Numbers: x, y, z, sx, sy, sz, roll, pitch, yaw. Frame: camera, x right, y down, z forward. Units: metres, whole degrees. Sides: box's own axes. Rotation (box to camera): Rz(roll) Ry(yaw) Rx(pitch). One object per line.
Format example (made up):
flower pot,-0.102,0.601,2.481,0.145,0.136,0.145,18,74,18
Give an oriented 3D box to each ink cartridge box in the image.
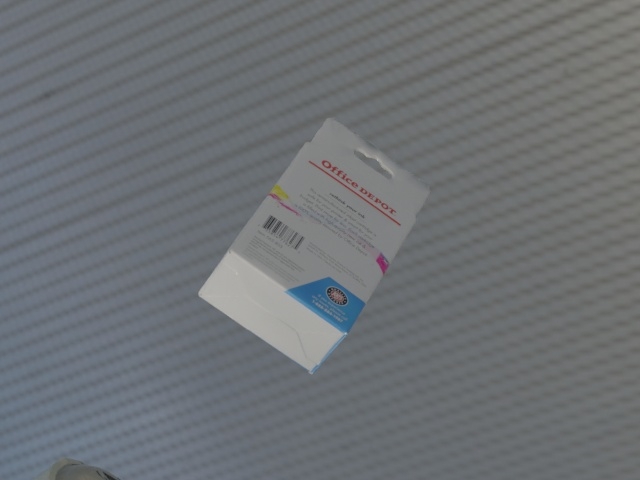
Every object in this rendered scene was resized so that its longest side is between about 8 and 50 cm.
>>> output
ink cartridge box,0.000,0.000,1.297,0.104,0.181,0.061,36,135,-2

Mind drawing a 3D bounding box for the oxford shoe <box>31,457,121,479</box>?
oxford shoe,0.026,0.174,0.571,0.169,0.449,0.130,40,85,-33
